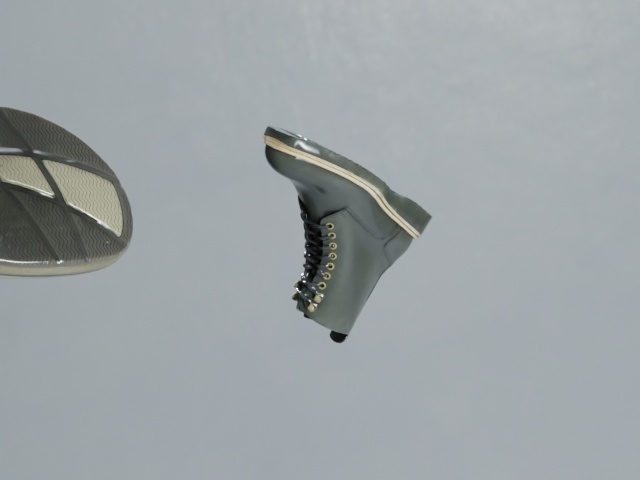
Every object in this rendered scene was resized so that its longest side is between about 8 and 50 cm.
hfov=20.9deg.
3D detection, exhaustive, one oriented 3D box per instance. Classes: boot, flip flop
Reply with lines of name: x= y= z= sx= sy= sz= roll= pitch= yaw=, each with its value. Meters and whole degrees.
boot: x=0.000 y=0.000 z=1.419 sx=0.198 sy=0.137 sz=0.077 roll=31 pitch=0 yaw=-43
flip flop: x=-0.248 y=-0.006 z=0.996 sx=0.277 sy=0.112 sz=0.080 roll=-9 pitch=-27 yaw=-15
